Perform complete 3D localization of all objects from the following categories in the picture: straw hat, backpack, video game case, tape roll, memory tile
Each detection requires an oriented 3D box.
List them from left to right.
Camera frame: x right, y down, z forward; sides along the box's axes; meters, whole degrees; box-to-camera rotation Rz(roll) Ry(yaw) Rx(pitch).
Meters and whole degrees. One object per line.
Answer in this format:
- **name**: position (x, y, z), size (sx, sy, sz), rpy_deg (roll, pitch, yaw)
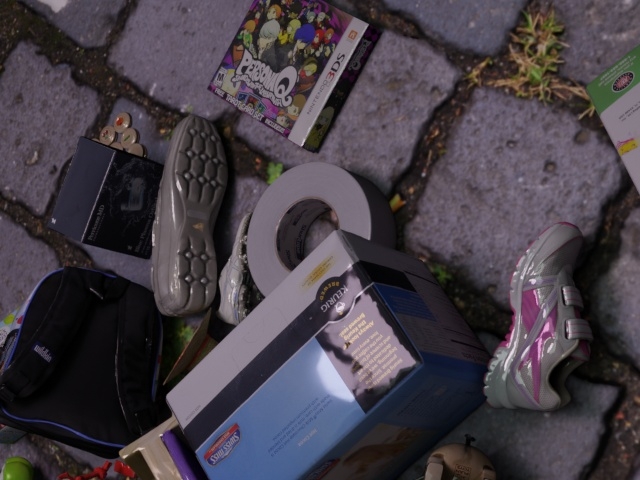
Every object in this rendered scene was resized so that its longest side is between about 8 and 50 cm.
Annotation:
- **backpack**: position (-0.366, 0.182, 1.964), size (0.213, 0.276, 0.263), rpy_deg (-24, 47, 59)
- **memory tile**: position (-0.361, -0.139, 2.176), size (0.148, 0.012, 0.113), rpy_deg (-39, 60, 22)
- **straw hat**: position (-0.177, 0.174, 1.935), size (0.061, 0.144, 0.144), rpy_deg (33, 101, -3)
- **video game case**: position (-0.045, -0.274, 1.965), size (0.232, 0.042, 0.210), rpy_deg (35, 98, 36)
- **tape roll**: position (0.000, 0.000, 1.850), size (0.219, 0.072, 0.219), rpy_deg (-9, 75, 34)

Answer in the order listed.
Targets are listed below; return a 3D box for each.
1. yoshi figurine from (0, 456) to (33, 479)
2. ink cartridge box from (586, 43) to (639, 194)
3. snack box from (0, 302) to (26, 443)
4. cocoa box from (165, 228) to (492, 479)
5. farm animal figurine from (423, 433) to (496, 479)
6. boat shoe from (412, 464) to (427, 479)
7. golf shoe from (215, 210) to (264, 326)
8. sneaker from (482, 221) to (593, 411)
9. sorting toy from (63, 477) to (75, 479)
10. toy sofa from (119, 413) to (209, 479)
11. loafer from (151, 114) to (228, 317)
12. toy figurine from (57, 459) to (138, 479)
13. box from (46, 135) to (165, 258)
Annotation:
- **yoshi figurine**: position (-0.594, 0.508, 2.082), size (0.203, 0.203, 0.362), rpy_deg (21, 89, 43)
- **ink cartridge box**: position (0.453, -0.130, 1.474), size (0.201, 0.117, 0.278), rpy_deg (-39, 37, 22)
- **snack box**: position (-0.500, 0.218, 2.155), size (0.207, 0.070, 0.174), rpy_deg (-35, 62, 23)
- **cocoa box**: position (0.019, 0.197, 1.690), size (0.347, 0.231, 0.228), rpy_deg (-45, 58, 19)
- **farm animal figurine**: position (0.121, 0.385, 1.594), size (0.330, 0.172, 0.326), rpy_deg (32, 90, 5)
- **boat shoe**: position (0.149, 0.312, 1.689), size (0.125, 0.046, 0.038), rpy_deg (-46, 62, 28)
- **golf shoe**: position (-0.126, 0.041, 1.936), size (0.086, 0.069, 0.176), rpy_deg (0, 78, 41)
- **sneaker**: position (0.295, 0.104, 1.606), size (0.111, 0.103, 0.252), rpy_deg (17, 95, 33)
- **sorting toy**: position (-0.393, 0.414, 2.068), size (0.083, 0.012, 0.062), rpy_deg (-11, 68, 37)
- **toy sofa**: position (-0.108, 0.396, 1.747), size (0.177, 0.150, 0.362), rpy_deg (-33, 58, -5)
- **loafer**: position (-0.214, -0.038, 1.987), size (0.111, 0.112, 0.319), rpy_deg (-19, 60, 50)
- **toy figurine**: position (-0.279, 0.522, 1.862), size (0.217, 0.191, 0.362), rpy_deg (12, 87, 32)
- **box**: position (-0.328, -0.066, 2.045), size (0.093, 0.158, 0.156), rpy_deg (22, 93, 37)
